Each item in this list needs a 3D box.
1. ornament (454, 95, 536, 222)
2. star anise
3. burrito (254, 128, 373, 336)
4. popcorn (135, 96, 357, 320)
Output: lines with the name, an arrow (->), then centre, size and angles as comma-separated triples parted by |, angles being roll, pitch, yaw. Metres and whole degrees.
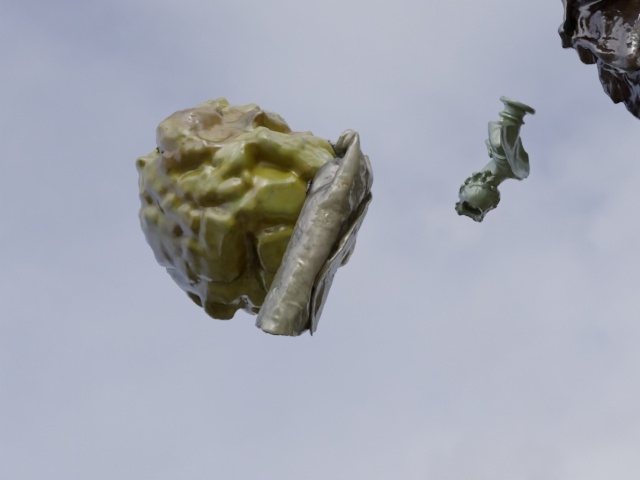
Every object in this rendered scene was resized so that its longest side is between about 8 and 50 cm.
ornament -> 0.138, -0.063, 1.461 | 0.092, 0.041, 0.068 | -54, -31, -23
star anise -> 0.238, -0.199, 1.423 | 0.223, 0.109, 0.236 | -29, -66, -52
burrito -> 0.000, 0.000, 1.846 | 0.087, 0.060, 0.226 | 75, -145, -71
popcorn -> -0.069, -0.040, 2.000 | 0.225, 0.249, 0.249 | -18, -38, -35
